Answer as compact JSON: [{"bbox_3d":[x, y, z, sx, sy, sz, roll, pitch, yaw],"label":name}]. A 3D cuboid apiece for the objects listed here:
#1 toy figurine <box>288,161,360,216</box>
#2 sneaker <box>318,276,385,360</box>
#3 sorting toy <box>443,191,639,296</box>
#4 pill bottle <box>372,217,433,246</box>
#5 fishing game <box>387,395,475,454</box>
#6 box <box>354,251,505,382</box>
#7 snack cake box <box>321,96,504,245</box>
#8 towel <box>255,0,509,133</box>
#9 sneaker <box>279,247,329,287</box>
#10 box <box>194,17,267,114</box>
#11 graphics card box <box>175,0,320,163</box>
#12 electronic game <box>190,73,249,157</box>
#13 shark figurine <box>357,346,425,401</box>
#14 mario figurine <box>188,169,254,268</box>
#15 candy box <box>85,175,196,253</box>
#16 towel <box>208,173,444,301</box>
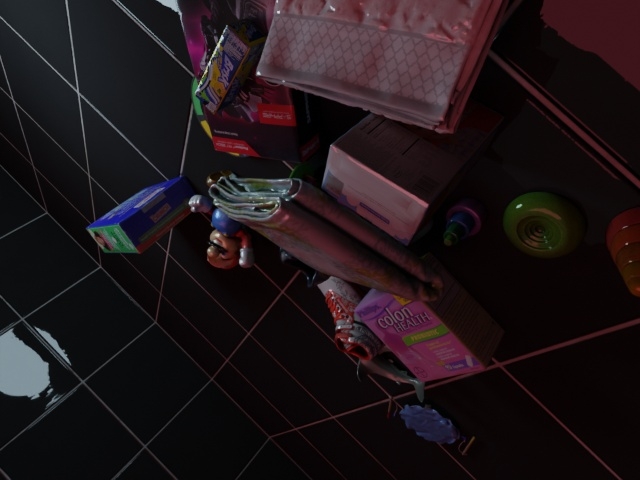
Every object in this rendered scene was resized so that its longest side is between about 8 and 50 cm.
[{"bbox_3d":[0.024,-0.081,0.961,0.159,0.130,0.173,19,159,20],"label":"toy figurine"},{"bbox_3d":[0.062,0.197,1.144,0.270,0.145,0.090,38,144,12],"label":"sneaker"},{"bbox_3d":[0.360,0.010,0.676,0.366,0.126,0.127,14,133,36],"label":"sorting toy"},{"bbox_3d":[0.128,-0.090,0.830,0.108,0.108,0.193,-14,113,51],"label":"pill bottle"},{"bbox_3d":[0.331,0.552,1.309,0.264,0.041,0.189,18,137,22],"label":"fishing game"},{"bbox_3d":[0.238,0.182,0.975,0.243,0.117,0.213,47,145,0],"label":"box"},{"bbox_3d":[0.142,-0.133,0.638,0.152,0.264,0.089,35,145,16],"label":"snack cake box"},{"bbox_3d":[0.077,-0.335,0.563,0.332,0.053,0.316,25,105,28],"label":"towel"},{"bbox_3d":[-0.068,-0.009,1.097,0.300,0.121,0.111,46,144,1],"label":"sneaker"},{"bbox_3d":[-0.162,-0.307,0.769,0.054,0.059,0.169,45,137,-6],"label":"box"},{"bbox_3d":[-0.134,-0.341,0.834,0.233,0.094,0.370,14,131,25],"label":"graphics card box"},{"bbox_3d":[-0.227,-0.305,1.036,0.229,0.048,0.229,27,141,25],"label":"electronic game"},{"bbox_3d":[0.169,0.372,1.237,0.278,0.116,0.166,35,144,19],"label":"shark figurine"},{"bbox_3d":[-0.283,-0.029,1.250,0.198,0.170,0.320,-116,28,-42],"label":"mario figurine"},{"bbox_3d":[-0.591,-0.080,1.437,0.317,0.268,0.122,-3,125,47],"label":"candy box"},{"bbox_3d":[0.000,0.000,0.802,0.375,0.090,0.321,31,173,-32],"label":"towel"}]
